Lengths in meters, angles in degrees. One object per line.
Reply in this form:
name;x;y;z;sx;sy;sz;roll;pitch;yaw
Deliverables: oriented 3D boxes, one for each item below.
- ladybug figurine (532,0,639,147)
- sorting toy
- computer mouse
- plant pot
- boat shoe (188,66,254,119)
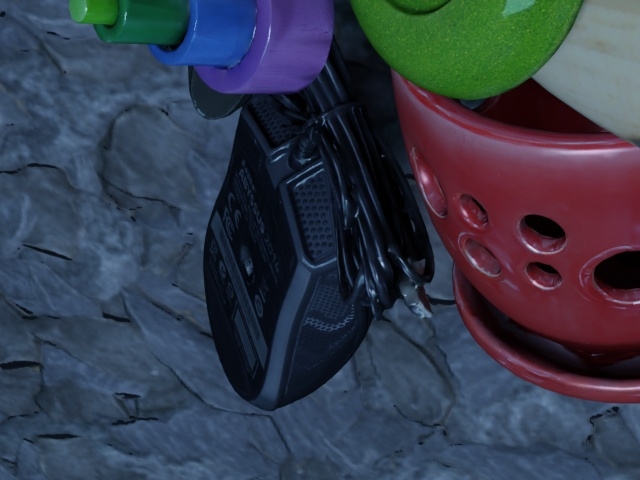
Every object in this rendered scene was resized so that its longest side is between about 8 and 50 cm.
ladybug figurine;0.194;-0.169;0.597;0.449;0.162;0.305;27;114;49
sorting toy;0.026;-0.117;0.586;0.365;0.126;0.127;-15;81;52
computer mouse;0.000;0.000;0.914;0.272;0.072;0.188;115;139;-59
plant pot;0.135;-0.038;0.794;0.191;0.191;0.174;7;136;20
boat shoe;-0.044;-0.111;0.915;0.049;0.042;0.133;28;133;0
